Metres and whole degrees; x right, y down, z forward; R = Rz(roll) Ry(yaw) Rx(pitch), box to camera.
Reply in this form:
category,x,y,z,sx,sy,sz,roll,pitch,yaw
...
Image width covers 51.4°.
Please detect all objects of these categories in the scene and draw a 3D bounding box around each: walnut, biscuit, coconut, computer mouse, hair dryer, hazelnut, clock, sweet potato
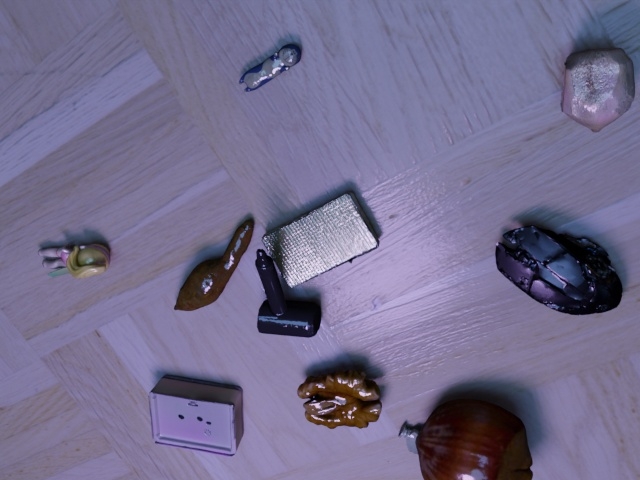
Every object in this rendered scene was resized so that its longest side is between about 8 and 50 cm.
category,x,y,z,sx,sy,sz,roll,pitch,yaw
walnut,0.042,0.316,1.348,0.170,0.069,0.142,-6,114,18
biscuit,0.000,0.000,1.231,0.199,0.040,0.121,-25,102,22
coconut,0.410,-0.223,0.994,0.110,0.110,0.124,-2,107,14
computer mouse,0.411,0.059,1.139,0.242,0.077,0.146,29,115,-1
hair dryer,-0.070,0.093,1.230,0.114,0.070,0.248,4,139,12
hazelnut,0.294,0.410,1.279,0.181,0.181,0.212,5,94,-34
clock,-0.269,0.384,1.452,0.192,0.071,0.146,6,115,11
sweet potato,-0.208,0.068,1.294,0.075,0.074,0.269,41,113,-6

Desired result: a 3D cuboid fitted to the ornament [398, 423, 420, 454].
category,x,y,z,sx,sy,sz,roll,pitch,yaw
ornament,0.205,0.416,1.370,0.092,0.041,0.068,45,136,-19

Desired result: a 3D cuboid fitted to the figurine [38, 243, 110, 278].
category,x,y,z,sx,sy,sz,roll,pitch,yaw
figurine,-0.505,0.044,1.358,0.188,0.083,0.083,3,115,23

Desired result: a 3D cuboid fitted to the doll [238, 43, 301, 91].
category,x,y,z,sx,sy,sz,roll,pitch,yaw
doll,-0.086,-0.291,1.125,0.125,0.027,0.037,-28,112,23
